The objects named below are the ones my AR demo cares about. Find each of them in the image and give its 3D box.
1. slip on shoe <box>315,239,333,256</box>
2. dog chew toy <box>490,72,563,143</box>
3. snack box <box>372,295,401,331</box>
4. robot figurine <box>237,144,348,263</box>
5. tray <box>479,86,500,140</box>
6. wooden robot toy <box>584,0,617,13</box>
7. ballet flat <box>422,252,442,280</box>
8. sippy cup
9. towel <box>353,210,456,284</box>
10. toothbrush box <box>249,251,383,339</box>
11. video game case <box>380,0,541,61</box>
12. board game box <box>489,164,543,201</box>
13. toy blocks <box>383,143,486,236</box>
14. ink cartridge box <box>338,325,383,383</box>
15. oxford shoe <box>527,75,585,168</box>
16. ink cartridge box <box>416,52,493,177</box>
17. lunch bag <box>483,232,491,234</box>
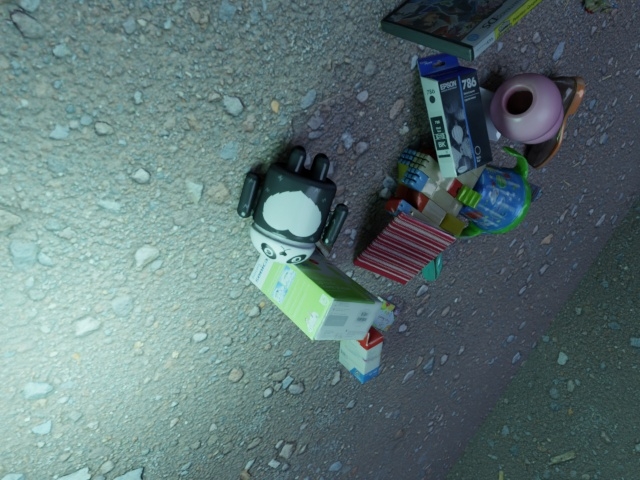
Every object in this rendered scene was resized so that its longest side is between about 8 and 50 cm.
[{"bbox_3d":[0.000,0.000,1.472,0.041,0.051,0.135,-43,142,-4],"label":"slip on shoe"},{"bbox_3d":[0.672,-0.398,1.680,0.332,0.207,0.206,7,112,-54],"label":"dog chew toy"},{"bbox_3d":[0.220,0.261,1.879,0.100,0.037,0.141,-55,140,4],"label":"snack box"},{"bbox_3d":[-0.064,-0.079,1.255,0.174,0.209,0.278,-2,117,-56],"label":"robot figurine"},{"bbox_3d":[0.523,-0.406,1.701,0.270,0.030,0.145,0,116,-44],"label":"tray"},{"bbox_3d":[0.934,-0.823,1.789,0.173,0.076,0.079,-5,85,-42],"label":"wooden robot toy"},{"bbox_3d":[0.392,0.033,1.864,0.087,0.083,0.247,-55,147,-38],"label":"ballet flat"},{"bbox_3d":[0.536,-0.156,1.760,0.224,0.240,0.305,15,84,-38],"label":"sippy cup"},{"bbox_3d":[0.245,0.028,1.591,0.199,0.031,0.275,22,137,-18],"label":"towel"},{"bbox_3d":[-0.014,0.131,1.373,0.206,0.283,0.122,12,107,-47],"label":"toothbrush box"},{"bbox_3d":[0.322,-0.533,1.227,0.248,0.275,0.035,-42,141,-13],"label":"video game case"},{"bbox_3d":[0.716,-0.189,1.912,0.194,0.194,0.060,14,107,-47],"label":"board game box"},{"bbox_3d":[0.327,-0.174,1.589,0.261,0.191,0.381,29,92,-40],"label":"toy blocks"},{"bbox_3d":[0.136,0.349,1.787,0.078,0.134,0.231,-21,131,-32],"label":"ink cartridge box"},{"bbox_3d":[0.811,-0.427,1.922,0.133,0.130,0.363,3,128,-8],"label":"oxford shoe"},{"bbox_3d":[0.376,-0.355,1.467,0.165,0.065,0.332,-25,105,-29],"label":"ink cartridge box"},{"bbox_3d":[0.634,-0.095,1.981,0.151,0.096,0.128,-15,133,0],"label":"lunch bag"}]
